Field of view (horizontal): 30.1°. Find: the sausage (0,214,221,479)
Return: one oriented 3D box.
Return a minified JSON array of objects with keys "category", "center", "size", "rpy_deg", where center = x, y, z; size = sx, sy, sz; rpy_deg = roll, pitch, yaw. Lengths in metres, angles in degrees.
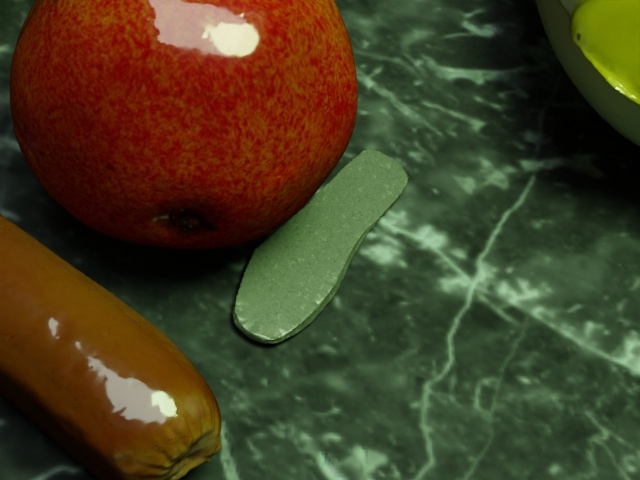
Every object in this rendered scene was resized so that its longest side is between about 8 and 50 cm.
[{"category":"sausage","center":[-0.184,0.042,0.710],"size":[0.300,0.083,0.089],"rpy_deg":[34,68,15]}]

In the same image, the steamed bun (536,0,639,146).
[{"category":"steamed bun","center":[0.317,-0.220,0.870],"size":[0.334,0.334,0.374],"rpy_deg":[1,48,-11]}]

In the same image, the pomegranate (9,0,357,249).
[{"category":"pomegranate","center":[-0.088,-0.117,0.774],"size":[0.221,0.221,0.256],"rpy_deg":[1,47,-11]}]

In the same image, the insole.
[{"category":"insole","center":[0.000,0.000,0.825],"size":[0.063,0.010,0.192],"rpy_deg":[32,53,11]}]
